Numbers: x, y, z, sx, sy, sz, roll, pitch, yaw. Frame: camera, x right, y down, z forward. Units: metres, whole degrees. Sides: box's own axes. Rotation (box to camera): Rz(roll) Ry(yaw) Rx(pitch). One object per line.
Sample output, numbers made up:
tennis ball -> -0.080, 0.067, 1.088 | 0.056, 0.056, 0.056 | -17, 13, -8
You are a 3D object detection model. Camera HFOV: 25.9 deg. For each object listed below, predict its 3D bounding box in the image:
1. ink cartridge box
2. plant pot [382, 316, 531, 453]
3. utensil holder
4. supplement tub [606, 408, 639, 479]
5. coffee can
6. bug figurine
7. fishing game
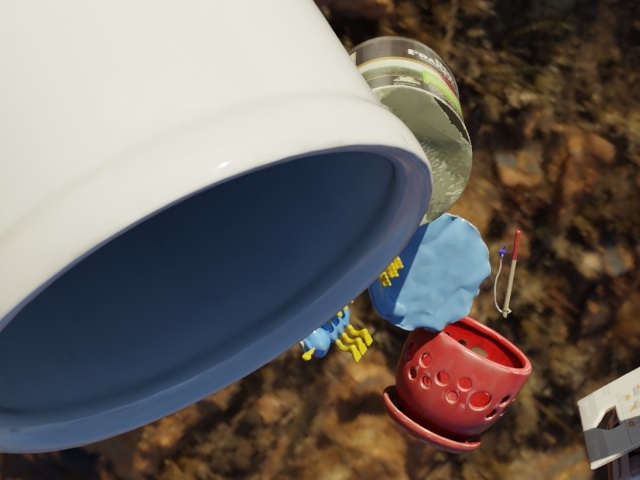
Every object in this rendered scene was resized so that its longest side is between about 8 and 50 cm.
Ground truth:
ink cartridge box -> 0.471, 0.211, 1.819 | 0.261, 0.296, 0.066 | -33, 95, 12
plant pot -> 0.203, 0.220, 2.125 | 0.191, 0.191, 0.174 | 14, 108, -42
utensil holder -> -0.165, -0.109, 0.900 | 0.328, 0.385, 0.327 | -28, 160, -12
supplement tub -> 0.458, 0.303, 1.938 | 0.117, 0.190, 0.117 | 4, 124, 5
coffee can -> 0.102, -0.155, 1.941 | 0.202, 0.275, 0.201 | 1, 112, 1
bug figurine -> 0.000, 0.000, 1.678 | 0.216, 0.072, 0.279 | -45, 122, -43
fishing game -> 0.155, 0.044, 2.012 | 0.264, 0.041, 0.189 | 2, 108, -11
